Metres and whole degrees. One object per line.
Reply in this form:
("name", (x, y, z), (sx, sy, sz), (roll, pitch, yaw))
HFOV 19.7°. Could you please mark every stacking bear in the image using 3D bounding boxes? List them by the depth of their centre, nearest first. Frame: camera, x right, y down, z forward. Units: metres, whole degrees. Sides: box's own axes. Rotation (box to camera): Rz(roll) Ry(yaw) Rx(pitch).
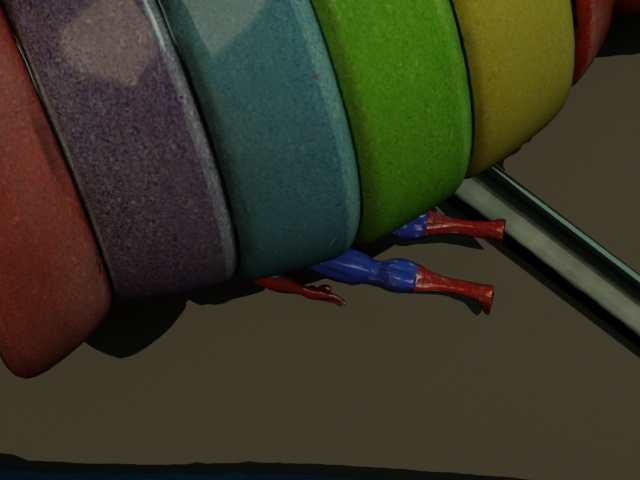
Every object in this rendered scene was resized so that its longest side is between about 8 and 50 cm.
("stacking bear", (0.015, -0.088, 0.532), (0.289, 0.175, 0.164), (-23, 67, -9))

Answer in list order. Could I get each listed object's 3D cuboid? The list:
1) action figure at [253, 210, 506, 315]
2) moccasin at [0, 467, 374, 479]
("action figure", (0.000, 0.000, 0.591), (0.115, 0.030, 0.038), (10, 84, 7))
("moccasin", (-0.014, 0.135, 0.554), (0.342, 0.138, 0.116), (2, 93, 16))
